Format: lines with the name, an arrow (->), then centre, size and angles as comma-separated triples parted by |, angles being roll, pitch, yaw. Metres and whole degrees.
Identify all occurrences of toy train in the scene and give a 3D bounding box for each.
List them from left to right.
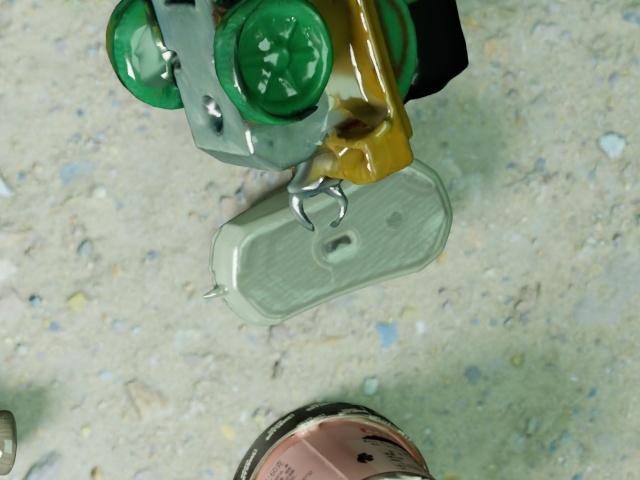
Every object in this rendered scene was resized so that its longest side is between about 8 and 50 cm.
toy train -> -0.017, -0.221, 1.191 | 0.249, 0.178, 0.429 | -25, 109, -27

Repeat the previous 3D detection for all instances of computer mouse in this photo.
computer mouse -> 0.000, 0.000, 1.300 | 0.181, 0.056, 0.089 | -24, 108, -7

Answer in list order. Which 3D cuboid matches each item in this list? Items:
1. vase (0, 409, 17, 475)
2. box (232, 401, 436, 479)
vase -> -0.251, 0.131, 1.231 | 0.100, 0.053, 0.053 | 5, 99, -28
box -> 0.027, 0.200, 1.311 | 0.151, 0.135, 0.151 | -5, 102, -22
